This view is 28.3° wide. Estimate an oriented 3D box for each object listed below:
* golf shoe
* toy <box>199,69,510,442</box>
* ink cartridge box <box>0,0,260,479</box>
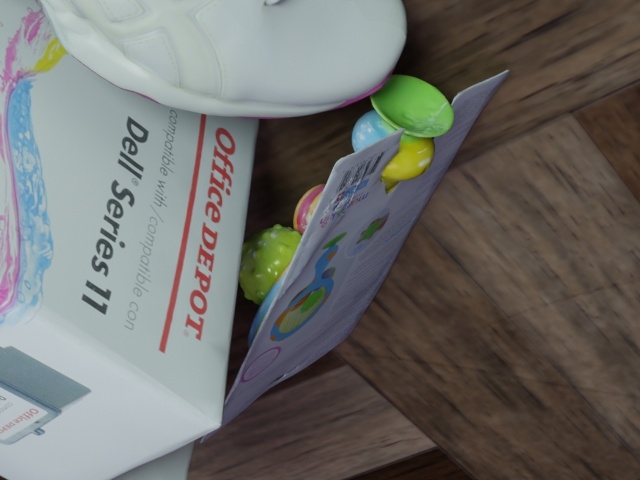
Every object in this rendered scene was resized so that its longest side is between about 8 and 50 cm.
[{"bbox_3d":[-0.068,-0.135,0.486,0.306,0.115,0.140,23,159,-34],"label":"golf shoe"},{"bbox_3d":[0.000,0.000,0.684,0.056,0.137,0.237,46,138,14],"label":"toy"},{"bbox_3d":[-0.145,-0.024,0.581,0.119,0.207,0.353,-29,129,32],"label":"ink cartridge box"}]
